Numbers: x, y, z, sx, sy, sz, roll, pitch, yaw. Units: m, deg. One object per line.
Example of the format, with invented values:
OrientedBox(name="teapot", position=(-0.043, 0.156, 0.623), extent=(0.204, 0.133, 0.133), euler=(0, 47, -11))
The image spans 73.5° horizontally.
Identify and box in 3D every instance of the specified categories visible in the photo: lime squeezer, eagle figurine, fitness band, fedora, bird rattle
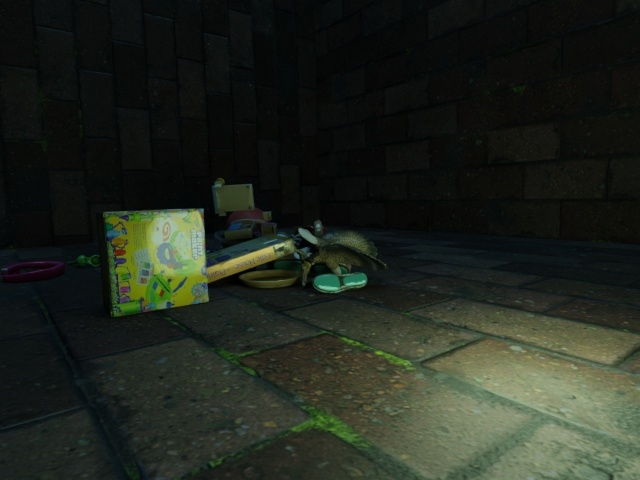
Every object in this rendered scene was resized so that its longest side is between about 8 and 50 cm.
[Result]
OrientedBox(name="lime squeezer", position=(-1.130, 0.110, 2.127), extent=(0.310, 0.059, 0.110), euler=(-3, -24, 1))
OrientedBox(name="eagle figurine", position=(0.069, 0.050, 1.554), extent=(0.298, 0.227, 0.225), euler=(-17, -27, 4))
OrientedBox(name="fitness band", position=(-1.244, 0.131, 1.866), extent=(0.208, 0.054, 0.291), euler=(-3, 7, -18))
OrientedBox(name="fedora", position=(-0.431, 0.030, 2.269), extent=(0.275, 0.125, 0.243), euler=(14, 17, 38))
OrientedBox(name="bird rattle", position=(0.000, 0.000, 1.895), extent=(0.142, 0.254, 0.207), euler=(3, -33, 0))

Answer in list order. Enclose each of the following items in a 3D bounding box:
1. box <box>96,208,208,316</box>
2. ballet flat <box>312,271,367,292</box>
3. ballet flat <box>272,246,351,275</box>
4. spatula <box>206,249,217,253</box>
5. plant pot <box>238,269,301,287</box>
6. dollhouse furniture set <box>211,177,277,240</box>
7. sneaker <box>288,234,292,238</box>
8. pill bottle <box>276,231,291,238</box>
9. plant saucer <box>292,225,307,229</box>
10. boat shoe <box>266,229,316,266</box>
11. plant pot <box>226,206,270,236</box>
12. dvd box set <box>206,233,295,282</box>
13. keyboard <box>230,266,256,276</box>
OrientedBox(name="box", position=(-0.506, 0.052, 1.298), extent=(0.279, 0.290, 0.177), euler=(-5, 6, -33))
OrientedBox(name="ballet flat", position=(0.062, 0.145, 1.430), extent=(0.188, 0.070, 0.070), euler=(-1, 6, -11))
OrientedBox(name="ballet flat", position=(-0.030, 0.082, 1.714), extent=(0.315, 0.108, 0.106), euler=(6, 51, 9))
OrientedBox(name="spatula", position=(-0.643, 0.075, 2.350), extent=(0.084, 0.031, 0.296), euler=(3, 7, 22))
OrientedBox(name="plant pot", position=(-0.183, 0.143, 1.590), extent=(0.236, 0.033, 0.236), euler=(-2, 6, 0))
OrientedBox(name="dollhouse furniture set", position=(-0.376, -0.181, 2.181), extent=(0.286, 0.304, 0.198), euler=(-6, 17, 0))
OrientedBox(name="sneaker", position=(-0.225, 0.026, 2.389), extent=(0.296, 0.111, 0.129), euler=(0, 0, 7))
OrientedBox(name="pill bottle", position=(-0.209, 0.029, 2.198), extent=(0.131, 0.131, 0.229), euler=(-2, 6, -3))
OrientedBox(name="plant saucer", position=(-0.094, -0.060, 2.058), extent=(0.083, 0.015, 0.083), euler=(0, 1, 0))
OrientedBox(name="boat shoe", position=(-0.131, 0.032, 2.021), extent=(0.127, 0.158, 0.340), euler=(2, 7, 33))
OrientedBox(name="plant pot", position=(-0.403, -0.054, 2.545), extent=(0.274, 0.275, 0.243), euler=(-4, 15, -20))
OrientedBox(name="dvd box set", position=(-0.341, 0.071, 1.704), extent=(0.420, 0.062, 0.307), euler=(-19, 12, -22))
OrientedBox(name="keyboard", position=(-0.332, 0.119, 1.824), extent=(0.100, 0.038, 0.192), euler=(1, 7, 17))
